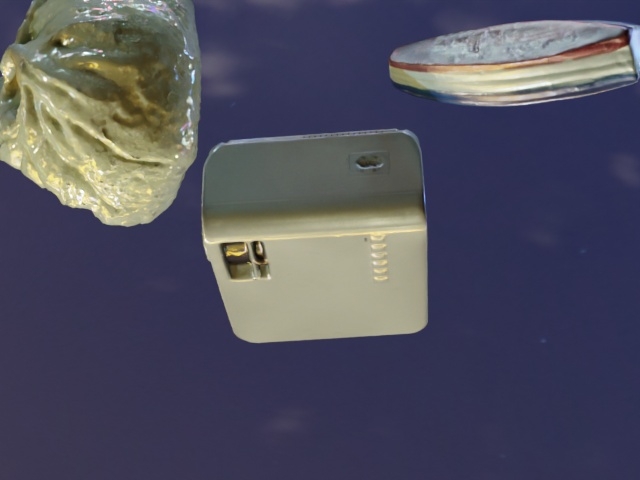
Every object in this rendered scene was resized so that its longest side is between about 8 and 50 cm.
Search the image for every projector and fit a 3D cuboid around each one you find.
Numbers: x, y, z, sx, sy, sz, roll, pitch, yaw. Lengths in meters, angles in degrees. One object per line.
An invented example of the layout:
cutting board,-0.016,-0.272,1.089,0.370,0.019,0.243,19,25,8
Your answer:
projector,0.000,0.000,1.191,0.198,0.250,0.108,-4,-118,3

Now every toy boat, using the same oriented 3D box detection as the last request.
toy boat,0.150,-0.149,1.026,0.046,0.228,0.080,41,-123,-49

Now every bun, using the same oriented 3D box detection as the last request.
bun,-0.173,-0.106,0.918,0.126,0.212,0.204,4,-107,-27
